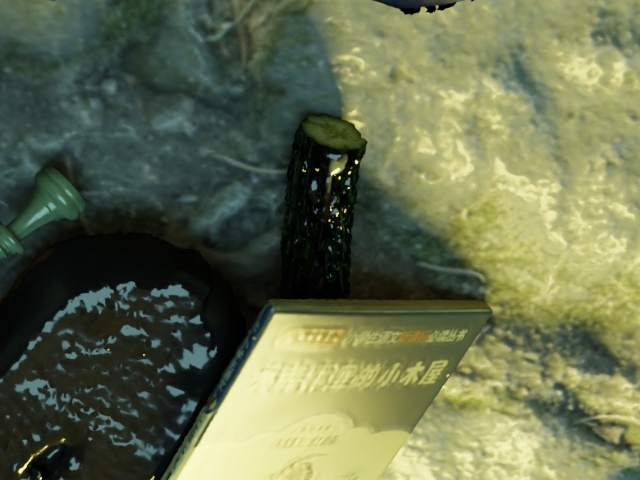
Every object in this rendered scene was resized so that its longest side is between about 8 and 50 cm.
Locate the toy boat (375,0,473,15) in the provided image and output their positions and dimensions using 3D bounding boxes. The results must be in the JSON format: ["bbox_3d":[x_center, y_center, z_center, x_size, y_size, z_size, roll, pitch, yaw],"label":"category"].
[{"bbox_3d":[0.060,-0.254,0.768,0.219,0.072,0.318,-3,143,5],"label":"toy boat"}]

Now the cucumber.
[{"bbox_3d":[0.000,0.000,0.982,0.058,0.058,0.187,-1,122,-6],"label":"cucumber"}]

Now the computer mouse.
[{"bbox_3d":[-0.188,0.123,1.005,0.183,0.116,0.323,34,106,-28],"label":"computer mouse"}]

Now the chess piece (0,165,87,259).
[{"bbox_3d":[-0.207,-0.007,0.938,0.093,0.042,0.042,-43,122,-13],"label":"chess piece"}]

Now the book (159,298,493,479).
[{"bbox_3d":[-0.024,0.169,1.049,0.228,0.018,0.322,2,129,-43],"label":"book"}]
